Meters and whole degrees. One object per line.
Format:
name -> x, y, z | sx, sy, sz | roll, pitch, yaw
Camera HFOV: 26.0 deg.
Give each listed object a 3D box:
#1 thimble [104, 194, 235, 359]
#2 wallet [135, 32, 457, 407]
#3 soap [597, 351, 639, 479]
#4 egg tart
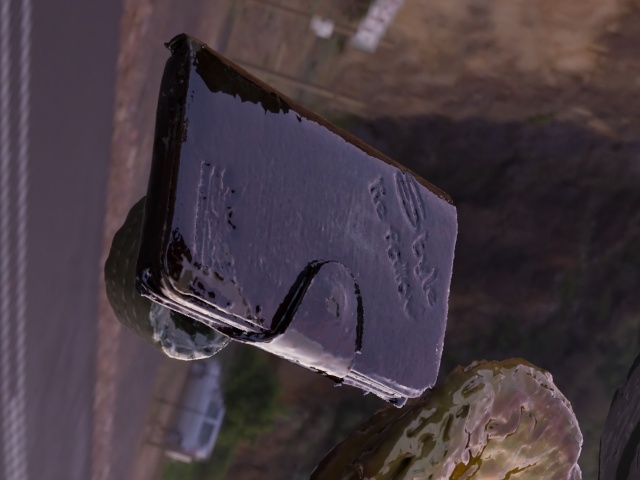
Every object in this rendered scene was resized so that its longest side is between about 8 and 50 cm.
thimble -> -0.083, 0.015, 0.857 | 0.062, 0.084, 0.110 | 28, -81, 48
wallet -> 0.000, 0.000, 0.658 | 0.232, 0.031, 0.122 | 28, 63, -52
soap -> 0.164, 0.106, 0.466 | 0.289, 0.095, 0.173 | -67, -178, -60
egg tart -> 0.079, 0.231, 1.094 | 0.341, 0.129, 0.341 | -26, 129, -38
